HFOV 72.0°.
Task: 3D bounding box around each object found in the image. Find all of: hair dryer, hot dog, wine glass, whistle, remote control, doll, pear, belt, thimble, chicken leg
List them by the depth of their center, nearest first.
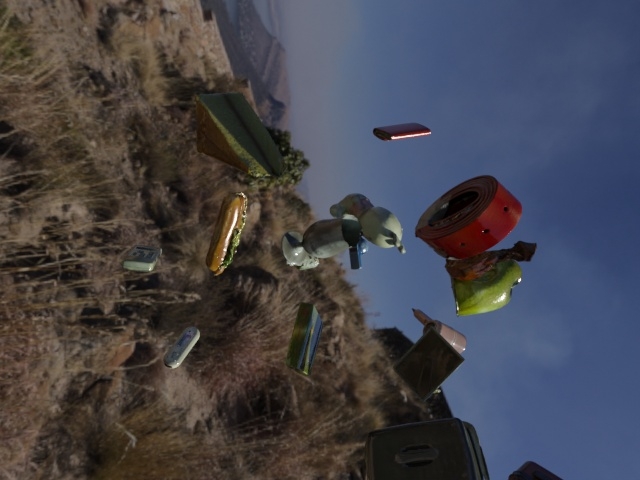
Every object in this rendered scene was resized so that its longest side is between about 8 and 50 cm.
[{"bbox_3d":[0.000,0.000,1.137,0.222,0.103,0.103,-17,-108,43],"label":"wine glass"},{"bbox_3d":[0.419,-0.062,1.291,0.324,0.115,0.227,-25,-150,58],"label":"belt"},{"bbox_3d":[0.150,-0.061,1.293,0.275,0.113,0.155,31,-14,37],"label":"doll"},{"bbox_3d":[-0.050,0.041,1.310,0.110,0.062,0.084,52,-37,45],"label":"thimble"},{"bbox_3d":[0.558,0.062,1.457,0.113,0.304,0.093,51,38,-26],"label":"chicken leg"},{"bbox_3d":[-0.604,0.057,1.497,0.233,0.098,0.038,-137,-122,-73],"label":"remote control"},{"bbox_3d":[0.608,0.150,1.618,0.238,0.256,0.164,-75,157,-49],"label":"pear"},{"bbox_3d":[-0.353,-0.022,1.688,0.135,0.100,0.337,-66,175,-77],"label":"hot dog"},{"bbox_3d":[0.169,0.046,1.915,0.090,0.090,0.157,109,-25,-86],"label":"whistle"},{"bbox_3d":[-0.623,0.476,1.983,0.221,0.078,0.042,-59,171,-47],"label":"remote control"},{"bbox_3d":[0.502,0.390,2.041,0.106,0.189,0.344,-59,-155,4],"label":"hair dryer"}]

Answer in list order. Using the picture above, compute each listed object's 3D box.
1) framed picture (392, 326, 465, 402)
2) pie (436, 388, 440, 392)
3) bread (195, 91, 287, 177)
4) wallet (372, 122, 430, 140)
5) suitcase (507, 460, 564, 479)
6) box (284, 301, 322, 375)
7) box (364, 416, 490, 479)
[{"bbox_3d":[0.352,0.406,1.449,0.150,0.203,0.015,46,15,30],"label":"framed picture"},{"bbox_3d":[0.447,0.608,1.788,0.084,0.084,0.021,88,4,-64],"label":"pie"},{"bbox_3d":[-0.289,-0.406,1.720,0.233,0.362,0.244,-25,135,-45],"label":"bread"},{"bbox_3d":[0.344,-0.460,1.871,0.142,0.204,0.045,43,-40,53],"label":"wallet"},{"bbox_3d":[0.705,0.835,1.307,0.297,0.161,0.236,23,-48,50],"label":"suitcase"},{"bbox_3d":[-0.041,0.297,1.287,0.311,0.043,0.173,77,26,-68],"label":"box"},{"bbox_3d":[0.252,0.559,1.065,0.220,0.291,0.166,-88,158,-53],"label":"box"}]
